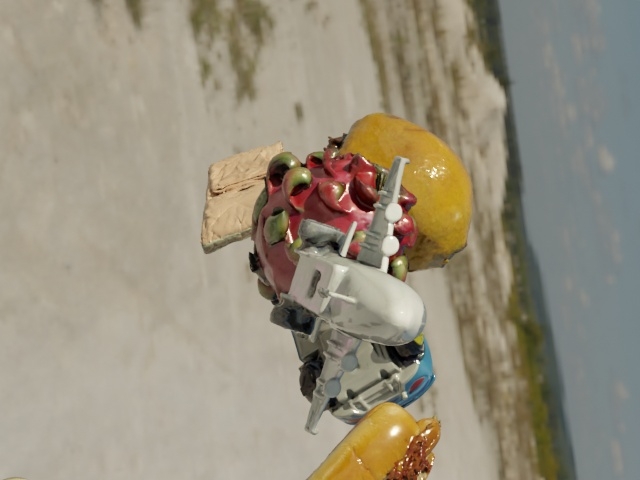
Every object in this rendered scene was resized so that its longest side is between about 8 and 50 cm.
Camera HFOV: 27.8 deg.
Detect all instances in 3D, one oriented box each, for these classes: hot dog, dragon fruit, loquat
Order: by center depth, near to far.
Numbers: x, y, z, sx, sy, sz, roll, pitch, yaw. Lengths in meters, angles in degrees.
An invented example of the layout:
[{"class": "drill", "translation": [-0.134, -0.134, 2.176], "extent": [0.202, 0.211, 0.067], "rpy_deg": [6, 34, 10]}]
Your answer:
[{"class": "hot dog", "translation": [0.029, 0.253, 1.248], "extent": [0.076, 0.249, 0.102], "rpy_deg": [22, -31, 53]}, {"class": "dragon fruit", "translation": [0.007, -0.006, 1.501], "extent": [0.218, 0.198, 0.273], "rpy_deg": [44, -6, -16]}, {"class": "loquat", "translation": [0.096, -0.064, 1.663], "extent": [0.176, 0.234, 0.187], "rpy_deg": [-24, 151, -57]}]

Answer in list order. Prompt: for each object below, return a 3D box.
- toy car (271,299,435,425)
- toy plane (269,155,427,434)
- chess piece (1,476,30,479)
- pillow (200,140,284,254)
[{"class": "toy car", "translation": [0.055, 0.120, 1.921], "extent": [0.166, 0.198, 0.314], "rpy_deg": [36, 26, -50]}, {"class": "toy plane", "translation": [0.023, 0.046, 1.064], "extent": [0.255, 0.101, 0.251], "rpy_deg": [-155, -97, -80]}, {"class": "chess piece", "translation": [-0.550, 0.415, 1.985], "extent": [0.299, 0.167, 0.167], "rpy_deg": [29, 47, -40]}, {"class": "pillow", "translation": [-0.108, -0.068, 1.825], "extent": [0.232, 0.126, 0.043], "rpy_deg": [-91, 163, -59]}]
